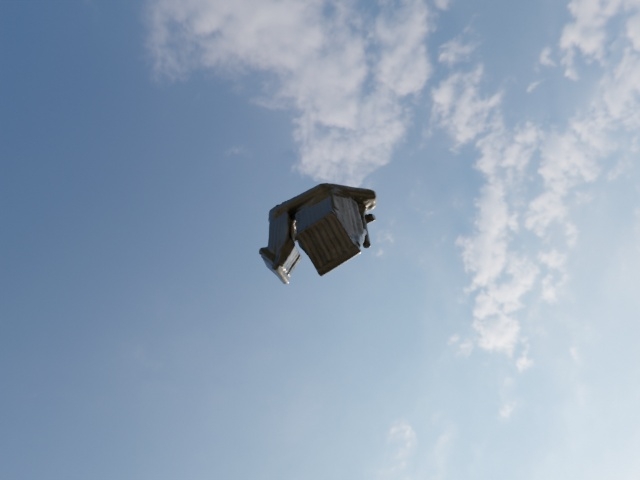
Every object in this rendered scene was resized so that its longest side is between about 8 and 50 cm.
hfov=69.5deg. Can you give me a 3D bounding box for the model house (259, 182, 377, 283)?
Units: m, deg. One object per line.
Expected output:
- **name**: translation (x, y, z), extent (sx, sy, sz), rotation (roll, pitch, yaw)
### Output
- **model house**: translation (-0.004, -0.008, 0.839), extent (0.229, 0.188, 0.122), rotation (-23, -51, 19)
